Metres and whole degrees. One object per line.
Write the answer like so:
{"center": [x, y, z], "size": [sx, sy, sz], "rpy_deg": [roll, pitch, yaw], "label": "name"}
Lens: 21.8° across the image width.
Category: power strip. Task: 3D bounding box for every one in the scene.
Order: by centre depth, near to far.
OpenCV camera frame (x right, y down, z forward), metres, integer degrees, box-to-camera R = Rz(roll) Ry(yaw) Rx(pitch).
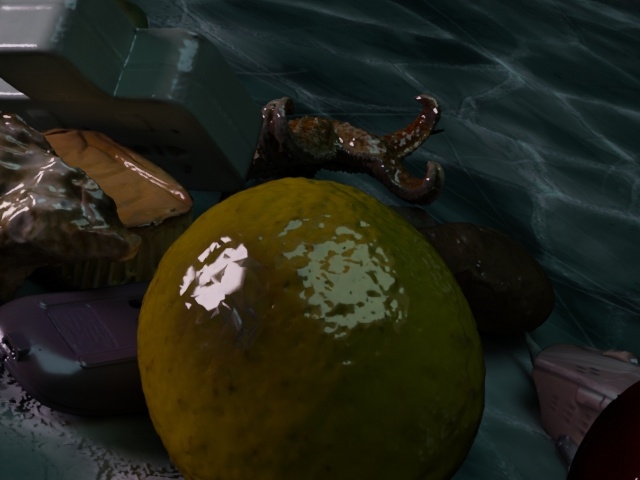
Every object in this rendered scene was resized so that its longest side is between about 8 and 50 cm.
{"center": [-0.198, -0.161, 1.535], "size": [0.229, 0.141, 0.261], "rpy_deg": [2, -28, 26], "label": "power strip"}

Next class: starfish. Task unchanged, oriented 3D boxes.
{"center": [0.013, -0.102, 1.793], "size": [0.303, 0.113, 0.312], "rpy_deg": [-4, 8, -39], "label": "starfish"}

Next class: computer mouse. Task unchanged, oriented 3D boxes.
{"center": [-0.157, 0.084, 1.327], "size": [0.232, 0.057, 0.120], "rpy_deg": [-9, 47, -44], "label": "computer mouse"}
{"center": [0.313, 0.170, 1.539], "size": [0.199, 0.115, 0.389], "rpy_deg": [12, 24, -35], "label": "computer mouse"}

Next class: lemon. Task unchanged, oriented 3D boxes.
{"center": [-0.003, 0.093, 1.215], "size": [0.253, 0.253, 0.310], "rpy_deg": [4, 44, -40], "label": "lemon"}

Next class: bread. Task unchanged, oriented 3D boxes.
{"center": [-0.199, -0.016, 1.462], "size": [0.190, 0.114, 0.132], "rpy_deg": [28, 30, 36], "label": "bread"}

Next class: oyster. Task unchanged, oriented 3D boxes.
{"center": [-0.303, -0.038, 1.364], "size": [0.341, 0.166, 0.110], "rpy_deg": [32, 56, 20], "label": "oyster"}

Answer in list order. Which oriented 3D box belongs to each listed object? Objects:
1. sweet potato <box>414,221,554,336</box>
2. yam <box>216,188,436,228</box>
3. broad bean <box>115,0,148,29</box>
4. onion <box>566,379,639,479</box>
{"center": [0.126, 0.031, 1.623], "size": [0.385, 0.109, 0.109], "rpy_deg": [16, 19, -50], "label": "sweet potato"}
{"center": [0.000, 0.000, 1.652], "size": [0.259, 0.093, 0.093], "rpy_deg": [6, 27, -39], "label": "yam"}
{"center": [-0.281, -0.217, 1.888], "size": [0.228, 0.100, 0.169], "rpy_deg": [-6, 25, -30], "label": "broad bean"}
{"center": [0.303, 0.224, 1.228], "size": [0.276, 0.276, 0.276], "rpy_deg": [20, 21, -8], "label": "onion"}
